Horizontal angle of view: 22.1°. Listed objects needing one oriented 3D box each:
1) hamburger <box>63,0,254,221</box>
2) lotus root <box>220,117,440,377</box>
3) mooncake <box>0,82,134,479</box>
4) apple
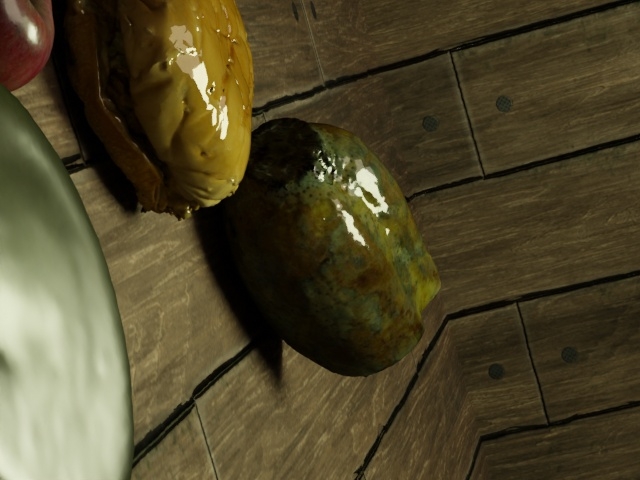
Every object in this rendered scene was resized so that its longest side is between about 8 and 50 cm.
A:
[{"bbox_3d":[-0.163,-0.188,1.770,0.318,0.158,0.319,-12,90,-78],"label":"hamburger"},{"bbox_3d":[0.000,0.000,2.094,0.250,0.250,0.346,-92,162,-44],"label":"lotus root"},{"bbox_3d":[-0.259,0.063,1.018,0.351,0.187,0.351,-18,90,-76],"label":"mooncake"},{"bbox_3d":[-0.284,-0.189,1.333,0.153,0.120,0.153,-15,90,-83],"label":"apple"}]
